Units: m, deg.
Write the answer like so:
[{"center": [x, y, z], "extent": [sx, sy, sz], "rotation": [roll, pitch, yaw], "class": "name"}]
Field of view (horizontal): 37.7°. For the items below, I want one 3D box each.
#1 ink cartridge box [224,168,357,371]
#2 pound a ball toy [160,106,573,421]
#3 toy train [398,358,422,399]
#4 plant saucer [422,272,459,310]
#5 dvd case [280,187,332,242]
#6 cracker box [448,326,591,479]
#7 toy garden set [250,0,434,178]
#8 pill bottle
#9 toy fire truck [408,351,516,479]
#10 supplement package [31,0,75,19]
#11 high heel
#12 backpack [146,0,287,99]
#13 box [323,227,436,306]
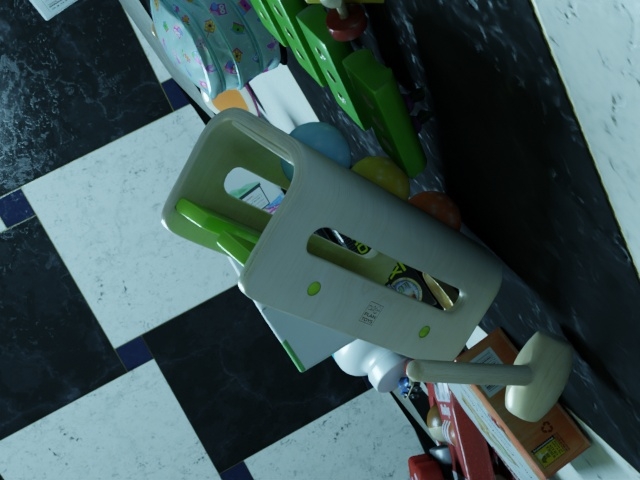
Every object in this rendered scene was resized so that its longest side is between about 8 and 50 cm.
[{"center": [-0.068, 0.021, 1.363], "extent": [0.278, 0.117, 0.201], "rotation": [56, 176, 36], "class": "ink cartridge box"}, {"center": [0.064, 0.017, 0.750], "extent": [0.319, 0.136, 0.208], "rotation": [24, -172, -45], "class": "pound a ball toy"}, {"center": [0.144, 0.193, 1.409], "extent": [0.158, 0.036, 0.027], "rotation": [101, 180, -48], "class": "toy train"}, {"center": [0.153, 0.068, 1.119], "extent": [0.083, 0.015, 0.083], "rotation": [54, 176, 6], "class": "plant saucer"}, {"center": [0.000, 0.000, 1.360], "extent": [0.221, 0.018, 0.164], "rotation": [58, 177, 11], "class": "dvd case"}, {"center": [0.221, 0.200, 1.087], "extent": [0.156, 0.067, 0.232], "rotation": [53, 175, 17], "class": "cracker box"}, {"center": [-0.004, -0.187, 0.709], "extent": [0.244, 0.049, 0.204], "rotation": [51, 176, 36], "class": "toy garden set"}, {"center": [0.058, 0.115, 1.513], "extent": [0.264, 0.146, 0.146], "rotation": [54, 176, 31], "class": "pill bottle"}, {"center": [0.214, 0.295, 1.448], "extent": [0.302, 0.169, 0.254], "rotation": [84, 175, -83], "class": "toy fire truck"}, {"center": [-0.250, -0.370, 0.828], "extent": [0.262, 0.204, 0.145], "rotation": [54, 175, -5], "class": "supplement package"}, {"center": [-0.182, -0.300, 1.561], "extent": [0.244, 0.082, 0.117], "rotation": [41, -148, -21], "class": "high heel"}, {"center": [-0.115, -0.234, 1.018], "extent": [0.182, 0.115, 0.152], "rotation": [46, 169, 40], "class": "backpack"}, {"center": [0.069, 0.029, 1.302], "extent": [0.216, 0.060, 0.270], "rotation": [56, 176, 11], "class": "box"}]
